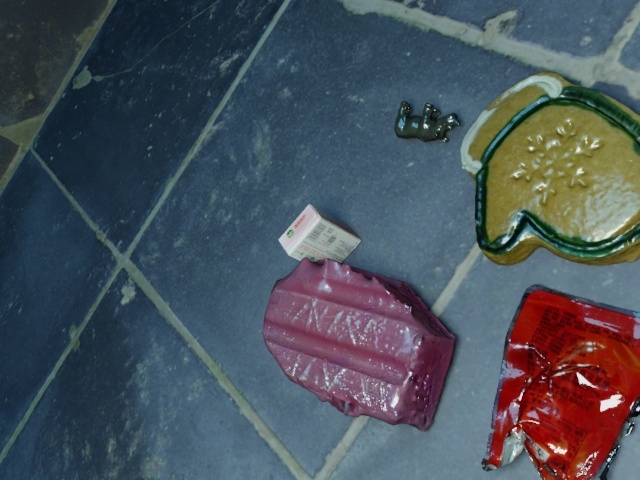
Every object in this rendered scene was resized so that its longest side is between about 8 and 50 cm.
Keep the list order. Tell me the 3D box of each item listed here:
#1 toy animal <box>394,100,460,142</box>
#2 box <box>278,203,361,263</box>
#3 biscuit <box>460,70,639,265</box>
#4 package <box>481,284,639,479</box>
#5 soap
[{"bbox_3d":[0.186,-0.203,1.151,0.136,0.047,0.065,14,86,40],"label":"toy animal"},{"bbox_3d":[0.000,0.000,1.159,0.089,0.125,0.043,-48,49,12],"label":"box"},{"bbox_3d":[0.333,-0.090,0.972,0.287,0.057,0.343,-47,49,14],"label":"biscuit"},{"bbox_3d":[0.314,0.196,0.860,0.194,0.071,0.269,21,81,28],"label":"package"},{"bbox_3d":[0.046,0.150,1.049,0.325,0.127,0.220,15,83,38],"label":"soap"}]
